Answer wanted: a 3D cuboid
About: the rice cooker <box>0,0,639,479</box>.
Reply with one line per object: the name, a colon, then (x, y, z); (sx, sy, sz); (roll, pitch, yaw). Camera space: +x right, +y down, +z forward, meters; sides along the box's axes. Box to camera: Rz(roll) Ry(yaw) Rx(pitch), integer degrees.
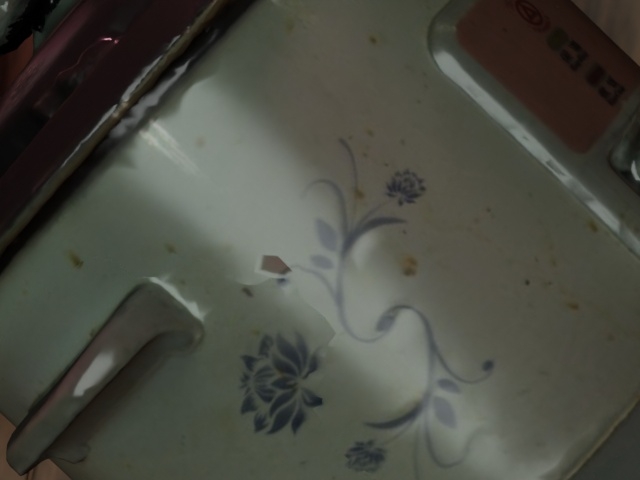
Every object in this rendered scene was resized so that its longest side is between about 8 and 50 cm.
rice cooker: (0.000, 0.000, 0.655); (0.317, 0.316, 0.264); (52, 133, 9)
